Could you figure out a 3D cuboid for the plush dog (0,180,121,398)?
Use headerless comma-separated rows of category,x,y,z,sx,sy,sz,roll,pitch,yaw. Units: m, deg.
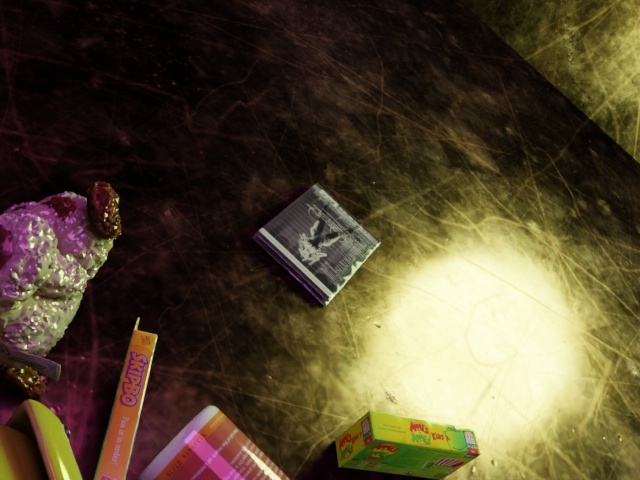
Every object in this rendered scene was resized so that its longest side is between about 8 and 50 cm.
plush dog,-0.326,0.031,0.812,0.211,0.262,0.225,59,41,-31

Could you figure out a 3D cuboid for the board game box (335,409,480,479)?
board game box,0.122,0.290,0.988,0.181,0.092,0.043,16,44,-26

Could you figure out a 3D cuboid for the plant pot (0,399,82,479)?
plant pot,-0.310,0.270,0.572,0.207,0.228,0.227,-3,55,-47

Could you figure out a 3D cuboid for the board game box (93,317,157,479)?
board game box,-0.219,0.219,0.760,0.039,0.124,0.259,12,45,-14

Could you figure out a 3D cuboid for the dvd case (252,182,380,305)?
dvd case,0.000,0.000,1.224,0.164,0.018,0.221,43,39,2

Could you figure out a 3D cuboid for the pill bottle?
pill bottle,-0.089,0.300,0.789,0.216,0.121,0.121,43,39,5
